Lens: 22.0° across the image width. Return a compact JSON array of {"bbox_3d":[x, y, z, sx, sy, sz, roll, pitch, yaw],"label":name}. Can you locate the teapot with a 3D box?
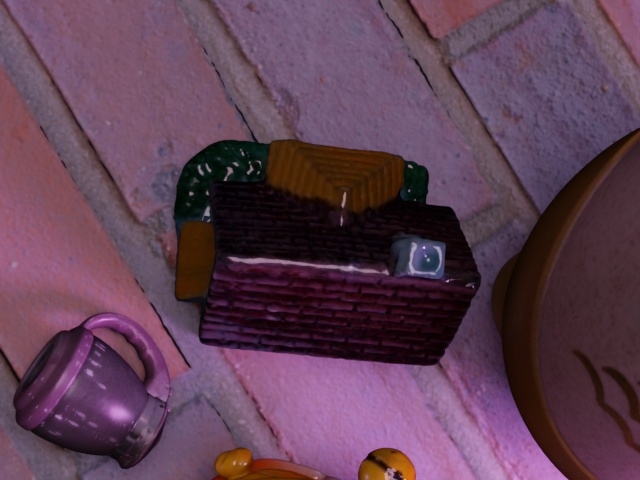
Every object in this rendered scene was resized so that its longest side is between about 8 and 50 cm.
[{"bbox_3d":[-0.223,0.157,1.659,0.146,0.148,0.116,36,115,-15],"label":"teapot"}]

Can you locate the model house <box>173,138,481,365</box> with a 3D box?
[{"bbox_3d":[0.000,0.000,1.628,0.280,0.249,0.230,4,82,-9],"label":"model house"}]

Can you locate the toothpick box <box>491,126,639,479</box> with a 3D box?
[{"bbox_3d":[0.386,0.079,1.598,0.409,0.425,0.409,8,69,-21],"label":"toothpick box"}]

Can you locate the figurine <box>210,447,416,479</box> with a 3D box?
[{"bbox_3d":[-0.016,0.342,1.615,0.323,0.196,0.320,30,74,-11],"label":"figurine"}]
